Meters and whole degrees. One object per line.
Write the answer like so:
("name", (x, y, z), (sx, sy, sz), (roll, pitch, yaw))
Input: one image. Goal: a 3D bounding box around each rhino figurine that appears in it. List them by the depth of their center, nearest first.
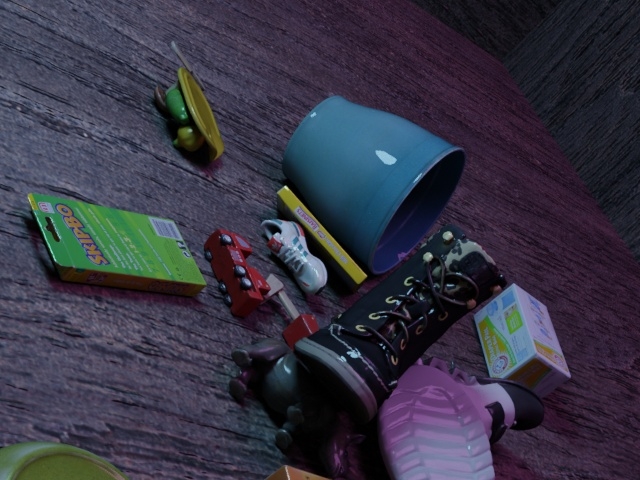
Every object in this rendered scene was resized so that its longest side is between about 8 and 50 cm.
("rhino figurine", (-0.023, 0.228, 1.449), (0.243, 0.073, 0.106), (48, 27, 3))

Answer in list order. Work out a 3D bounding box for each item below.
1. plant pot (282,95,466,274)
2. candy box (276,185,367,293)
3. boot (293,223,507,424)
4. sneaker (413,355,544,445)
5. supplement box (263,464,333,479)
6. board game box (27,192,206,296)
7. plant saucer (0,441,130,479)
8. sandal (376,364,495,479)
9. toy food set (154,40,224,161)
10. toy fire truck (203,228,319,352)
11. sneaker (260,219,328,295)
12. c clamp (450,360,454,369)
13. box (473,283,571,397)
("plant pot", (0.079, -0.119, 1.952), (0.255, 0.271, 0.272), (36, 21, 18))
("candy box", (0.000, 0.000, 1.833), (0.206, 0.027, 0.105), (48, -7, 6))
("boot", (0.114, 0.106, 1.463), (0.138, 0.284, 0.377), (49, -3, 7))
("sneaker", (0.231, 0.289, 1.716), (0.331, 0.122, 0.146), (17, 52, -32))
("supplement box", (0.025, 0.349, 1.331), (0.233, 0.080, 0.078), (28, 32, -38))
("board game box", (-0.273, 0.008, 1.441), (0.259, 0.039, 0.124), (15, 38, -53))
("plant saucer", (-0.237, 0.290, 1.059), (0.241, 0.037, 0.241), (36, 25, -20))
("sandal", (0.168, 0.366, 1.505), (0.169, 0.102, 0.416), (2, 52, -25))
("toy food set", (-0.231, -0.217, 1.832), (0.128, 0.071, 0.218), (54, 12, -51))
("toy fire truck", (-0.088, 0.074, 1.615), (0.135, 0.047, 0.192), (18, 35, -46))
("sneaker", (-0.049, 0.025, 1.748), (0.075, 0.057, 0.161), (14, 36, -41))
("c clamp", (0.181, 0.235, 1.827), (0.161, 0.022, 0.137), (30, 34, -34))
("box", (0.384, 0.202, 2.077), (0.103, 0.114, 0.203), (34, 27, -27))
